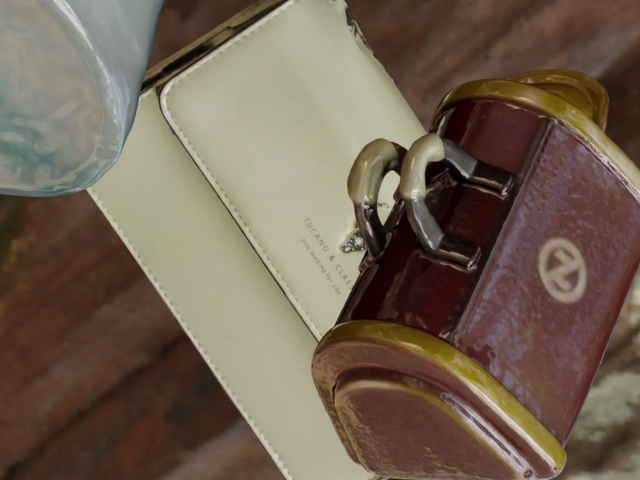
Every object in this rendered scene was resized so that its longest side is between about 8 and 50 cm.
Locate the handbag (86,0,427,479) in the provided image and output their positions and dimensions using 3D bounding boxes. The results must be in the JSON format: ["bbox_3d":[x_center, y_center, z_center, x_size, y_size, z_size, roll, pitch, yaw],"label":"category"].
[{"bbox_3d":[0.000,0.000,1.347,0.236,0.358,0.160,-31,-169,11],"label":"handbag"}]

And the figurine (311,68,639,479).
[{"bbox_3d":[0.049,-0.005,0.578,0.082,0.098,0.154,-6,-133,41],"label":"figurine"}]

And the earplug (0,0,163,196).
[{"bbox_3d":[-0.099,-0.198,0.686,0.185,0.185,0.324,-45,-161,59],"label":"earplug"}]
